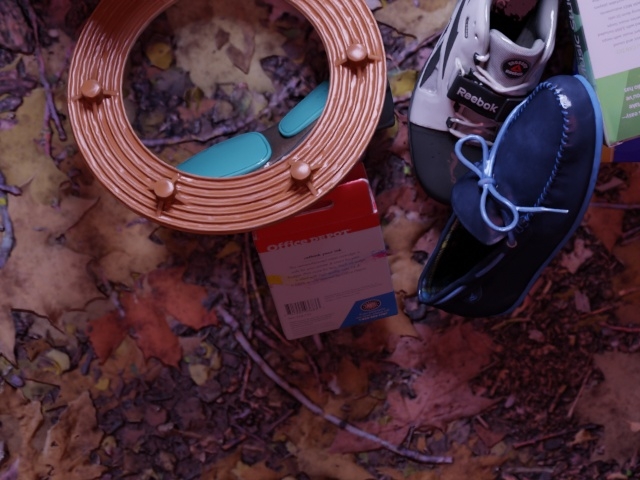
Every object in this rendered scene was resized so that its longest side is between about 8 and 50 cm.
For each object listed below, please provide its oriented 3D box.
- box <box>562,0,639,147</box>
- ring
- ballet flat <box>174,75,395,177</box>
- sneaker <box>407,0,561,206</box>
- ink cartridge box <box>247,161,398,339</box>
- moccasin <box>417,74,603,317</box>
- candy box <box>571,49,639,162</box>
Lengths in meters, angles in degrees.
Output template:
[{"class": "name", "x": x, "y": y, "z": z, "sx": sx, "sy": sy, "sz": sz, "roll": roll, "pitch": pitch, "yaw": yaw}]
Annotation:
[{"class": "box", "x": 0.353, "y": -0.278, "z": 1.376, "sx": 0.232, "sy": 0.058, "sz": 0.322, "roll": -15, "pitch": 102, "yaw": -1}, {"class": "ring", "x": -0.099, "y": -0.169, "z": 1.426, "sx": 0.336, "sy": 0.032, "sz": 0.337, "roll": -2, "pitch": 71, "yaw": 5}, {"class": "ballet flat", "x": -0.038, "y": -0.090, "z": 1.523, "sx": 0.280, "sy": 0.095, "sz": 0.096, "roll": -29, "pitch": 120, "yaw": 6}, {"class": "sneaker", "x": 0.178, "y": -0.182, "z": 1.478, "sx": 0.122, "sy": 0.146, "sz": 0.331, "roll": 12, "pitch": 108, "yaw": -8}, {"class": "ink cartridge box", "x": 0.000, "y": 0.000, "z": 1.502, "sx": 0.134, "sy": 0.078, "sz": 0.231, "roll": -13, "pitch": 139, "yaw": 1}, {"class": "moccasin", "x": 0.194, "y": -0.026, "z": 1.466, "sx": 0.116, "sy": 0.138, "sz": 0.342, "roll": -1, "pitch": 134, "yaw": -20}, {"class": "candy box", "x": 0.439, "y": -0.225, "z": 1.486, "sx": 0.317, "sy": 0.122, "sz": 0.268, "roll": 0, "pitch": 106, "yaw": -2}]
